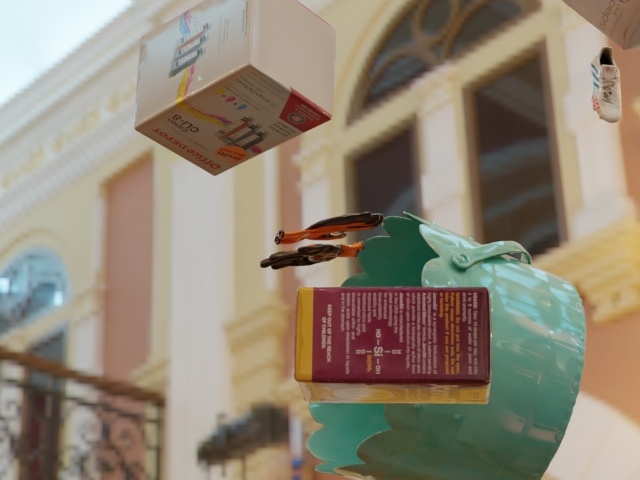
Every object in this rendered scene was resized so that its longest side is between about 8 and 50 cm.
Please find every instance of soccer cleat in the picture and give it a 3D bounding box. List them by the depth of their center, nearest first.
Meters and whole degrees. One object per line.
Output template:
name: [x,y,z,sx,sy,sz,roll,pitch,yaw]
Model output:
soccer cleat: [0.281,-0.153,1.693,0.029,0.083,0.036,4,-35,-8]

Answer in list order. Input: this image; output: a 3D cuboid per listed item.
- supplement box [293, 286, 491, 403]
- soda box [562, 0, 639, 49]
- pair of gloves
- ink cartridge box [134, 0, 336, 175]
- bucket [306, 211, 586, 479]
supplement box: [0.032,0.046,0.748,0.083,0.043,0.055,0,-16,5]
soda box: [0.232,-0.165,1.015,0.216,0.074,0.069,-11,-44,-42]
pair of gloves: [0.000,0.000,1.141,0.074,0.010,0.083,-9,-17,-18]
ink cartridge box: [-0.091,-0.172,1.824,0.176,0.127,0.128,-24,-39,36]
bucket: [0.121,0.121,1.678,0.183,0.281,0.281,18,-33,-16]
